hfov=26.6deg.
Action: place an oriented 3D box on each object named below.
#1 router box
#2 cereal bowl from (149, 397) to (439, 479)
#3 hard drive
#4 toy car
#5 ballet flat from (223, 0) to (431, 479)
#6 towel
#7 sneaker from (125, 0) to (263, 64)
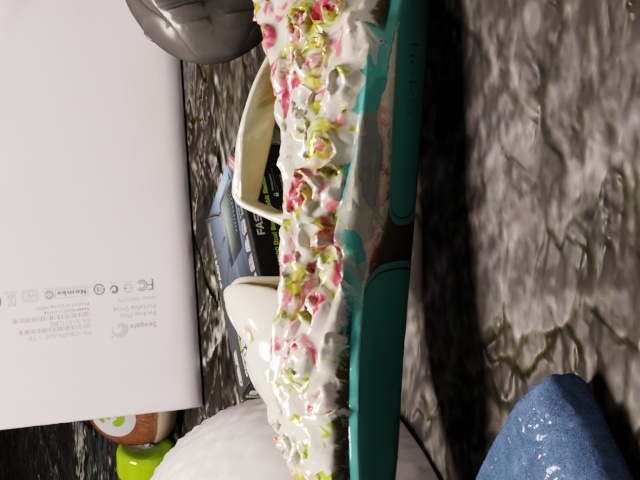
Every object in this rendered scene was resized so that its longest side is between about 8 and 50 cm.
[{"bbox_3d":[-0.030,0.018,0.766,0.092,0.038,0.122,117,145,-59],"label":"router box"},{"bbox_3d":[-0.031,0.243,0.661,0.339,0.141,0.339,176,90,-71],"label":"cereal bowl"},{"bbox_3d":[-0.203,-0.024,1.012,0.040,0.210,0.319,-174,80,-73],"label":"hard drive"},{"bbox_3d":[-0.222,0.121,1.143,0.149,0.188,0.155,-129,38,-61],"label":"toy car"},{"bbox_3d":[0.000,0.000,0.562,0.091,0.077,0.241,11,-97,-69],"label":"ballet flat"},{"bbox_3d":[0.087,0.106,0.436,0.067,0.029,0.119,106,154,-46],"label":"towel"},{"bbox_3d":[-0.068,-0.159,0.768,0.286,0.109,0.130,-104,12,-55],"label":"sneaker"}]
